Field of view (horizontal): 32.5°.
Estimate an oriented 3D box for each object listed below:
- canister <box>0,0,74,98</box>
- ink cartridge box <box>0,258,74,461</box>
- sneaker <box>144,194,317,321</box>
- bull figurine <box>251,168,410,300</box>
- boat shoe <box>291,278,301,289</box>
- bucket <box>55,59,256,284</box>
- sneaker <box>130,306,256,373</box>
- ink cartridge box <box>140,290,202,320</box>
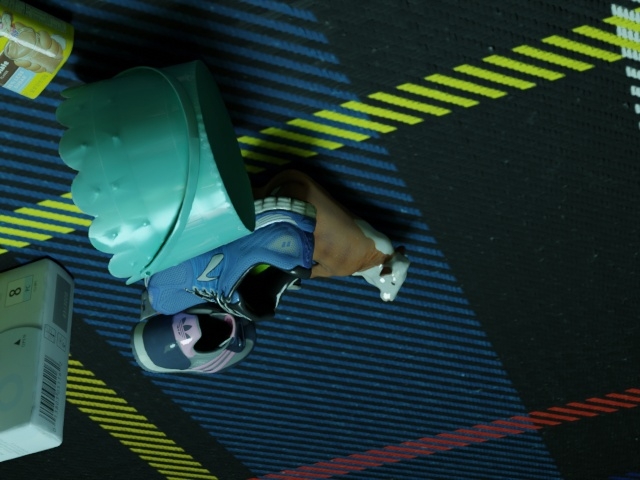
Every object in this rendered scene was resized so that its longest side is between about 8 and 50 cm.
[{"bbox_3d":[-0.409,-0.255,1.365,0.170,0.073,0.126,21,136,-33],"label":"canister"},{"bbox_3d":[-0.591,0.221,1.784,0.385,0.308,0.091,-16,143,15],"label":"ink cartridge box"},{"bbox_3d":[-0.139,0.054,1.601,0.330,0.147,0.130,-25,150,38],"label":"sneaker"},{"bbox_3d":[0.000,0.000,1.722,0.188,0.101,0.310,-23,131,29],"label":"bull figurine"},{"bbox_3d":[-0.094,0.043,1.797,0.075,0.065,0.206,3,174,34],"label":"boat shoe"},{"bbox_3d":[-0.208,-0.098,1.443,0.183,0.281,0.281,-17,142,6],"label":"bucket"},{"bbox_3d":[-0.172,0.162,1.832,0.131,0.112,0.319,-20,172,26],"label":"sneaker"},{"bbox_3d":[-0.253,0.099,1.863,0.115,0.063,0.029,-23,138,24],"label":"ink cartridge box"}]
